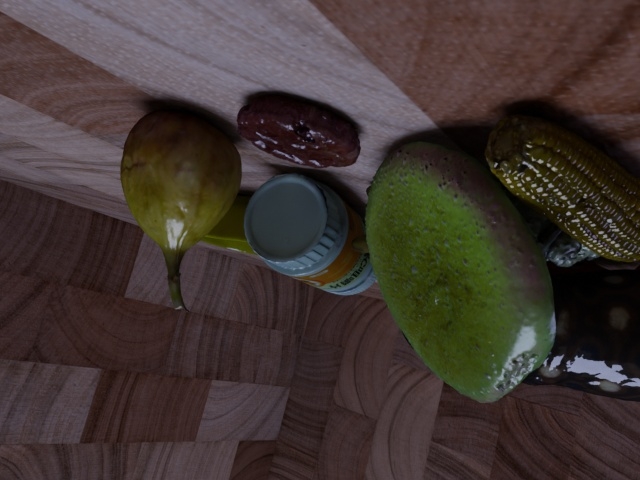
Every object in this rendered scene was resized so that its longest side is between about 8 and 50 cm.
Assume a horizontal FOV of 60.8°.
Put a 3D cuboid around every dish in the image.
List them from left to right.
[{"bbox_3d":[-0.138,-0.031,1.150,0.263,0.108,0.221,9,171,24],"label":"dish"}]

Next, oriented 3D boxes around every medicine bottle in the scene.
[{"bbox_3d":[0.000,0.000,0.942,0.158,0.158,0.318,11,171,23],"label":"medicine bottle"}]

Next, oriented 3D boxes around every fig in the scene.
[{"bbox_3d":[-0.180,-0.035,0.712,0.159,0.257,0.159,-1,176,0],"label":"fig"}]

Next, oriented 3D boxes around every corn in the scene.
[{"bbox_3d":[0.239,-0.042,0.498,0.231,0.080,0.080,21,170,-32],"label":"corn"}]

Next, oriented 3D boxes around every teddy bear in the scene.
[{"bbox_3d":[0.253,-0.021,0.620,0.213,0.111,0.133,-8,-159,-17],"label":"teddy bear"}]

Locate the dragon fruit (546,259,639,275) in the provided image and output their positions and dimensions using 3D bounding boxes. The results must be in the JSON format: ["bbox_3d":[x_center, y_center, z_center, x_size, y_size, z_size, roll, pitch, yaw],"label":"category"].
[{"bbox_3d":[0.442,0.090,0.856,0.212,0.134,0.262,-19,112,51],"label":"dragon fruit"}]

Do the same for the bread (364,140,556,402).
[{"bbox_3d":[0.126,0.033,0.595,0.045,0.301,0.301,-19,-175,-21],"label":"bread"}]

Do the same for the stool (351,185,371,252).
[{"bbox_3d":[0.121,-0.019,0.770,0.110,0.134,0.135,8,126,63],"label":"stool"}]

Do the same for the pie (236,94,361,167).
[{"bbox_3d":[-0.025,-0.118,0.614,0.154,0.038,0.153,16,174,2],"label":"pie"}]

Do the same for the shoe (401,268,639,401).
[{"bbox_3d":[0.284,0.099,0.705,0.237,0.171,0.384,27,158,-33],"label":"shoe"}]
